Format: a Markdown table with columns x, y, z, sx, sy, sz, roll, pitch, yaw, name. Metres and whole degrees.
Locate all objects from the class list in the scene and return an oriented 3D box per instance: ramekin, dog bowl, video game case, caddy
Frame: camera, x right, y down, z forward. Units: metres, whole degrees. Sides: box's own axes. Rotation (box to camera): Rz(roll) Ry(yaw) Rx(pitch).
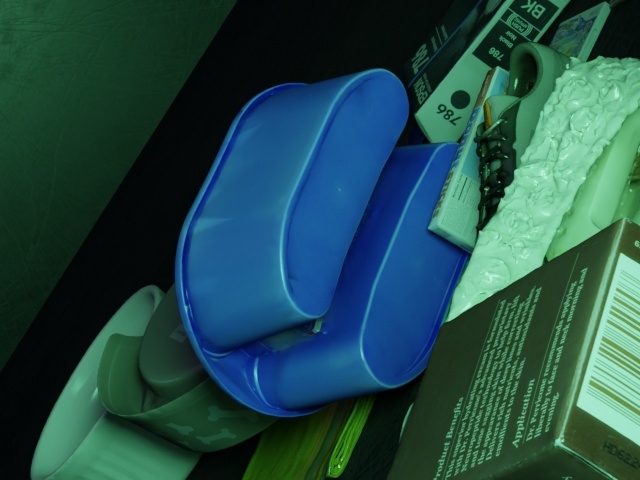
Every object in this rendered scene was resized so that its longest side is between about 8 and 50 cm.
| x | y | z | sx | sy | sz | roll | pitch | yaw | name |
| --- | --- | --- | --- | --- | --- | --- | --- | --- | --- |
| -0.219 | 0.204 | 2.203 | 0.277 | 0.135 | 0.277 | -51 | 17 | 22 | ramekin |
| -0.082 | 0.080 | 1.970 | 0.349 | 0.102 | 0.349 | -36 | 25 | 20 | dog bowl |
| 0.237 | -0.173 | 1.792 | 0.122 | 0.011 | 0.087 | -62 | 16 | -19 | video game case |
| 0.000 | 0.000 | 1.704 | 0.179 | 0.241 | 0.341 | -14 | 42 | 45 | caddy |

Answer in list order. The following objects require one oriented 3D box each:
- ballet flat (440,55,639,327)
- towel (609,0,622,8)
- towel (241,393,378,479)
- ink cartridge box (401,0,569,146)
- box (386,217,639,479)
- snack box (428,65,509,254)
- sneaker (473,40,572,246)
| x | y | z | sx | sy | sz | roll | pitch | yaw | name |
| --- | --- | --- | --- | --- | --- | --- | --- | --- | --- |
| 0.192 | 0.012 | 1.363 | 0.147 | 0.147 | 0.409 | -34 | 28 | 55 | ballet flat |
| 0.308 | -0.256 | 1.743 | 0.083 | 0.009 | 0.060 | -26 | 34 | 60 | towel |
| -0.021 | 0.204 | 1.814 | 0.237 | 0.021 | 0.102 | -28 | 31 | 60 | towel |
| 0.176 | -0.221 | 1.979 | 0.332 | 0.065 | 0.165 | -53 | 17 | 17 | ink cartridge box |
| 0.170 | 0.124 | 1.122 | 0.203 | 0.167 | 0.168 | -36 | 26 | 53 | box |
| 0.159 | -0.074 | 1.710 | 0.022 | 0.064 | 0.178 | -26 | 38 | 61 | snack box |
| 0.170 | -0.056 | 1.591 | 0.100 | 0.108 | 0.271 | -31 | 31 | 54 | sneaker |
